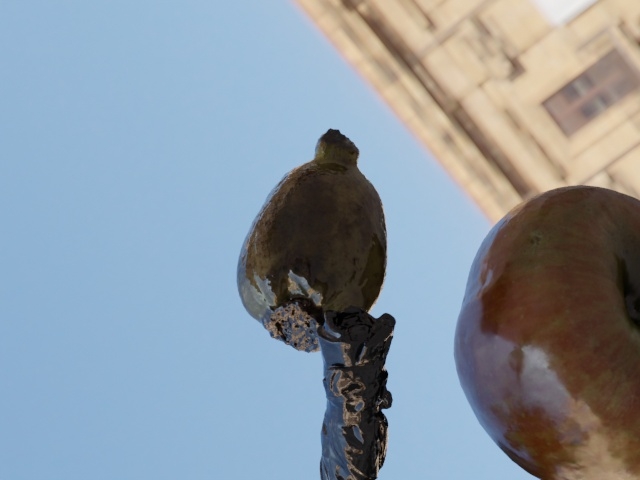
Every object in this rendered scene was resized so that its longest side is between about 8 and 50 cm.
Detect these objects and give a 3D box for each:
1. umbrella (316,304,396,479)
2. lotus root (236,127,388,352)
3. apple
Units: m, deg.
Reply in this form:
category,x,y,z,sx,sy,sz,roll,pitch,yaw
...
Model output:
category,x,y,z,sx,sy,sz,roll,pitch,yaw
umbrella,0.026,0.164,1.580,0.066,0.236,0.059,14,-145,16
lotus root,0.000,0.000,1.683,0.138,0.138,0.214,32,-115,-34
apple,0.257,0.108,1.748,0.277,0.250,0.309,-24,-97,-39
